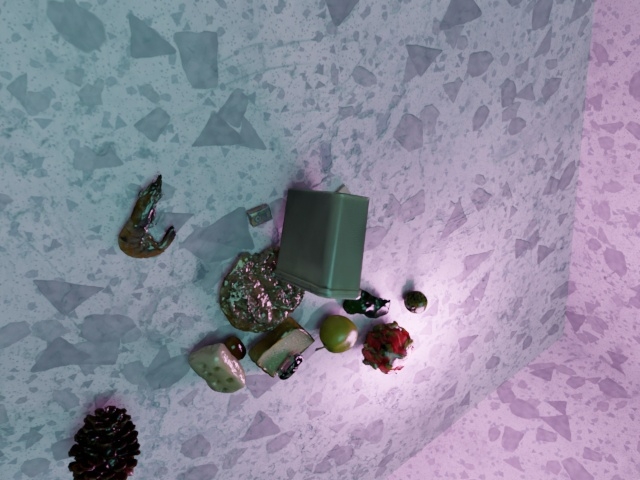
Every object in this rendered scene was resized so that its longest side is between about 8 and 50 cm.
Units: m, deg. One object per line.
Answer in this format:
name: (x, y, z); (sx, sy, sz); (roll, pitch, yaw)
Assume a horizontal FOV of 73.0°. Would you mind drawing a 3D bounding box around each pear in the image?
pear: (0.065, 0.442, 1.967); (0.216, 0.166, 0.180); (-43, 146, -23)

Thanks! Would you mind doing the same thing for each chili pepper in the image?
chili pepper: (0.234, 0.309, 2.036); (0.265, 0.116, 0.148); (18, 108, -37)

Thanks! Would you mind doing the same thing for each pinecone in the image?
pinecone: (-0.777, 0.739, 1.564); (0.247, 0.246, 0.291); (0, 105, -32)

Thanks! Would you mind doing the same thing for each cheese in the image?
cheese: (-0.406, 0.519, 1.729); (0.159, 0.092, 0.262); (-16, 129, 16)

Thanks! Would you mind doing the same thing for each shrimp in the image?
shrimp: (-0.528, -0.064, 1.387); (0.169, 0.058, 0.295); (17, 109, -45)

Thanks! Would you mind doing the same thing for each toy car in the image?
toy car: (-0.127, 0.553, 1.889); (0.142, 0.055, 0.069); (-52, 144, 9)

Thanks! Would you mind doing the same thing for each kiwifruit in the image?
kiwifruit: (-0.349, 0.441, 1.769); (0.075, 0.075, 0.124); (-35, 134, -12)

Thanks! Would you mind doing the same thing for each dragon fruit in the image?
dragon fruit: (0.341, 0.532, 2.166); (0.303, 0.237, 0.231); (-18, 146, -36)

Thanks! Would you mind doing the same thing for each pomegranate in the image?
pomegranate: (0.495, 0.310, 2.215); (0.162, 0.122, 0.122); (-15, 127, -58)

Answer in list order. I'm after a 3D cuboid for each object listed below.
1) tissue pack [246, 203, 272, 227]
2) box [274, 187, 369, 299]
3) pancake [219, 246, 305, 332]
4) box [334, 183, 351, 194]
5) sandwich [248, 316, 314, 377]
tissue pack: (-0.221, -0.092, 1.574); (0.083, 0.035, 0.063); (-25, 127, -18)
box: (0.000, 0.000, 1.516); (0.178, 0.352, 0.343); (4, 96, -34)
pancake: (-0.217, 0.190, 1.712); (0.383, 0.071, 0.381); (-13, 119, -24)
box: (0.102, -0.141, 1.758); (0.090, 0.024, 0.167); (-43, 130, -5)
sandwich: (-0.172, 0.461, 1.880); (0.251, 0.087, 0.226); (-42, 142, -5)
